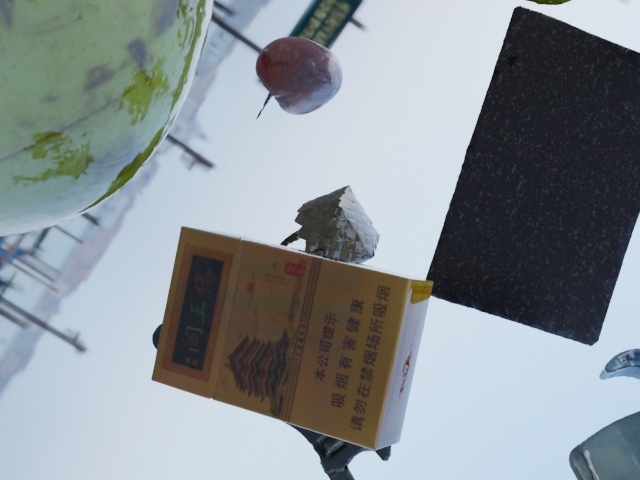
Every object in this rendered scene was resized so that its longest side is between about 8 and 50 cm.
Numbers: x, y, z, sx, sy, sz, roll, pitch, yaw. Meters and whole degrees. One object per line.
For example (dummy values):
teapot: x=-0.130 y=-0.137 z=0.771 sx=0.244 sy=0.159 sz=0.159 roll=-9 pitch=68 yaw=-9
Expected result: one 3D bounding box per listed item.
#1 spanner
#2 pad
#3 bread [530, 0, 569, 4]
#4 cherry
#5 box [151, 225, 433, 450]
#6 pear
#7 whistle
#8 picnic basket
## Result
spanner: x=-0.064 y=0.190 z=1.260 sx=0.087 sy=0.316 sz=0.024 roll=-61 pitch=176 yaw=-1
pad: x=0.259 y=-0.067 z=1.172 sx=0.004 sy=0.220 sz=0.330 roll=-161 pitch=-91 yaw=-77
bread: x=0.078 y=-0.314 z=0.930 sx=0.112 sy=0.384 sz=0.166 roll=-65 pitch=171 yaw=19
cherry: x=-0.024 y=-0.214 z=1.393 sx=0.087 sy=0.126 sz=0.106 roll=-62 pitch=147 yaw=-36
box: x=-0.034 y=0.096 z=1.115 sx=0.076 sy=0.274 sz=0.174 roll=10 pitch=93 yaw=-64
pear: x=-0.183 y=-0.132 z=0.522 sx=0.283 sy=0.284 sz=0.283 roll=-54 pitch=-169 yaw=15
whistle: x=0.323 y=0.162 z=0.869 sx=0.093 sy=0.269 sz=0.180 roll=108 pitch=-32 yaw=-55
picnic basket: x=0.000 y=0.000 z=1.837 sx=0.178 sy=0.137 sz=0.128 roll=-25 pitch=-161 yaw=20
